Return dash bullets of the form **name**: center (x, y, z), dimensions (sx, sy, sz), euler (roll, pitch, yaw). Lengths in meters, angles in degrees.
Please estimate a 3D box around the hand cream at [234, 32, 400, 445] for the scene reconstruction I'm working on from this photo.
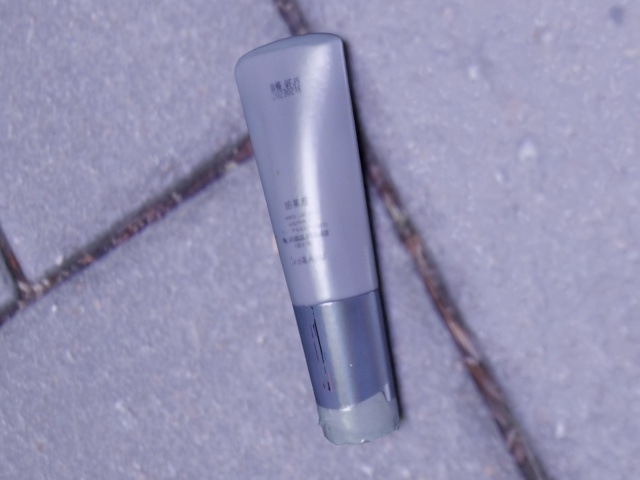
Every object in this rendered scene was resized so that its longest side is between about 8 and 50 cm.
- **hand cream**: center (0.000, 0.000, 0.508), dimensions (0.079, 0.048, 0.255), euler (-9, 93, 24)
